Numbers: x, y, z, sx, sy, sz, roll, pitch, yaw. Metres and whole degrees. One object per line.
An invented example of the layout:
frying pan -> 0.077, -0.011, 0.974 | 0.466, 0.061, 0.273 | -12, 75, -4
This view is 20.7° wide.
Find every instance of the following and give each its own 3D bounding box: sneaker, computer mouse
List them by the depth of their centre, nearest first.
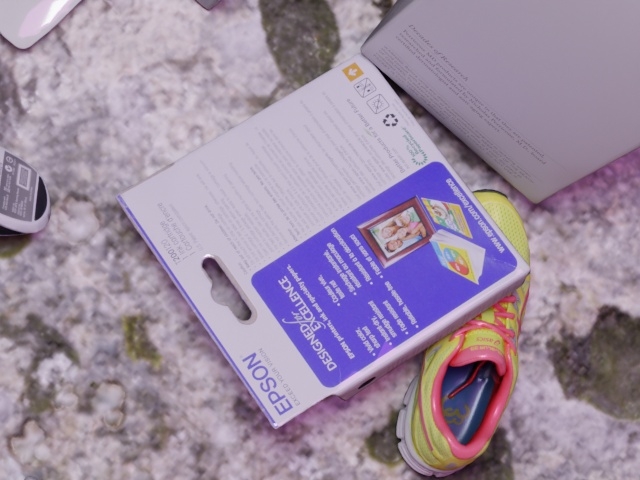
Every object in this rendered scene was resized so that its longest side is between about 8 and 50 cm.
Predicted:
computer mouse -> -0.268, -0.049, 1.160 | 0.193, 0.042, 0.106 | 29, 37, -27
sneaker -> 0.112, 0.065, 1.234 | 0.081, 0.094, 0.208 | 10, 83, -10

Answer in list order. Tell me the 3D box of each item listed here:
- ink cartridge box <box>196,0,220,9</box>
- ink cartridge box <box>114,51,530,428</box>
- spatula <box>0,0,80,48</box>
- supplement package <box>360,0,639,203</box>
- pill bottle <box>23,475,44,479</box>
ink cartridge box -> -0.068, -0.255, 1.227 | 0.109, 0.063, 0.150 | 40, 79, -7
ink cartridge box -> 0.000, 0.000, 1.201 | 0.208, 0.045, 0.206 | -31, 70, -13
spatula -> -0.285, -0.166, 1.174 | 0.242, 0.019, 0.168 | -41, 113, -10
supplement package -> 0.190, -0.174, 1.146 | 0.175, 0.293, 0.177 | 41, 65, -7
pill bottle -> -0.190, 0.267, 1.141 | 0.119, 0.119, 0.208 | 25, 82, -10
